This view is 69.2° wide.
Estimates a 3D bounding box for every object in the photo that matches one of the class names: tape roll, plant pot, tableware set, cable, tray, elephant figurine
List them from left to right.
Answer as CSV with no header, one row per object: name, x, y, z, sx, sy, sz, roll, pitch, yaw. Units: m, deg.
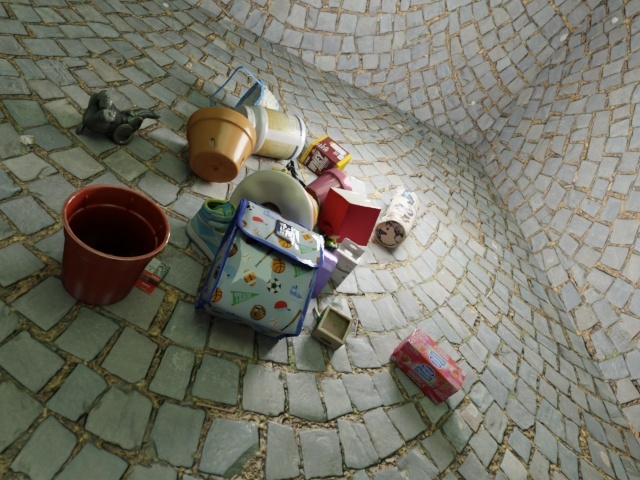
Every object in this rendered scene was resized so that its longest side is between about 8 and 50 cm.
plant pot,-0.603,0.029,1.314,0.272,0.265,0.272,23,38,-20
elephant figurine,-0.781,-0.463,1.816,0.239,0.186,0.169,25,66,-59
plant pot,-0.425,-0.377,1.925,0.291,0.291,0.203,20,56,-22
cable,-0.113,-0.312,2.225,0.150,0.047,0.184,56,3,-12
tape roll,-0.018,0.121,1.766,0.080,0.189,0.189,30,37,-9
tableware set,0.000,0.000,1.979,0.154,0.024,0.104,8,24,29
plant pot,0.022,-0.221,2.191,0.180,0.201,0.201,-26,68,-34
tray,0.196,-0.258,2.496,0.145,0.030,0.270,25,38,-18

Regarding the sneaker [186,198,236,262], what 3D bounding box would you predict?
sneaker,-0.325,-0.016,1.643,0.319,0.208,0.127,41,35,5

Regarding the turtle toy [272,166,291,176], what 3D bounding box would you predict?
turtle toy,-0.181,-0.287,2.181,0.130,0.066,0.095,7,48,-36

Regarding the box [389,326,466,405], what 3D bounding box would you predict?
box,0.413,0.480,1.783,0.257,0.128,0.122,45,36,10

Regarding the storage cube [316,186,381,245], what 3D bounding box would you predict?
storage cube,0.127,-0.107,2.090,0.215,0.193,0.183,6,24,-34

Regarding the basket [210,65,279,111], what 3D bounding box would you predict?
basket,-0.372,-0.694,2.324,0.289,0.254,0.201,32,33,-40

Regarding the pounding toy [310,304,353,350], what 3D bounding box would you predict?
pounding toy,0.028,0.309,1.695,0.141,0.100,0.130,32,51,-3

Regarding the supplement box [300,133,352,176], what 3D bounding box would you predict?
supplement box,0.032,-0.437,2.469,0.194,0.129,0.191,40,36,3

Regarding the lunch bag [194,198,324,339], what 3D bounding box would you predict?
lunch bag,-0.180,0.087,1.521,0.327,0.239,0.385,27,66,-19

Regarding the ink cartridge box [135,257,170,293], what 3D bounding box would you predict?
ink cartridge box,-0.536,0.112,1.479,0.063,0.029,0.115,32,36,-8

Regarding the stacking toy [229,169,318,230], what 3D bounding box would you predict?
stacking toy,-0.128,-0.105,1.905,0.350,0.350,0.480,45,17,10

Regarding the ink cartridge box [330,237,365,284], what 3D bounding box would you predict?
ink cartridge box,0.090,0.086,1.900,0.104,0.180,0.060,34,36,-3

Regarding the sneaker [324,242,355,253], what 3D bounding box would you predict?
sneaker,0.054,0.047,2.020,0.211,0.080,0.081,7,22,-34

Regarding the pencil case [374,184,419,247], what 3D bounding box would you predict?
pencil case,0.397,-0.123,2.401,0.183,0.160,0.410,50,35,-10

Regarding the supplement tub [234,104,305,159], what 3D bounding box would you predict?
supplement tub,-0.255,-0.520,2.237,0.316,0.228,0.228,5,47,-37
